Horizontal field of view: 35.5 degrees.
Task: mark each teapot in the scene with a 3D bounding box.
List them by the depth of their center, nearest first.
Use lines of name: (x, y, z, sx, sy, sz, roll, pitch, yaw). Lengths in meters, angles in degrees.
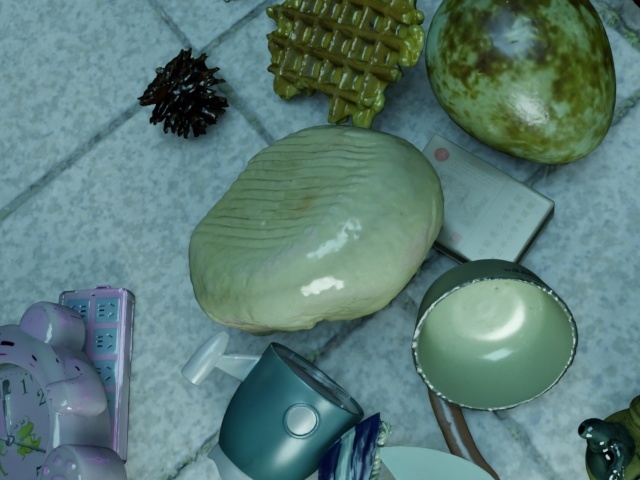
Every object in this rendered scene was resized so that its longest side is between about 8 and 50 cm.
teapot: (0.427, 0.249, 1.200, 0.270, 0.173, 0.182, 5, 112, -13)

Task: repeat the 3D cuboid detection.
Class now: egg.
egg: (0.277, -0.235, 1.353, 0.238, 0.238, 0.289, -44, 87, -4)

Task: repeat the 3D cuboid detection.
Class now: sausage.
sausage: (0.188, 0.258, 1.324, 0.047, 0.040, 0.176, -23, 71, -2)

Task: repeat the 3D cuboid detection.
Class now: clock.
clock: (-0.413, 0.266, 1.370, 0.296, 0.113, 0.322, -27, 63, 22)

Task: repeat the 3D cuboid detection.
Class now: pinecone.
pinecone: (-0.202, -0.217, 1.506, 0.140, 0.140, 0.121, -46, 103, -4)

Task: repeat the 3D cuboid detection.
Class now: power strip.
power strip: (-0.330, 0.197, 1.448, 0.109, 0.037, 0.278, -3, 73, 10)

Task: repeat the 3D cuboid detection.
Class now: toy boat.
toy boat: (0.121, 0.353, 1.231, 0.292, 0.070, 0.210, 26, 84, 5)

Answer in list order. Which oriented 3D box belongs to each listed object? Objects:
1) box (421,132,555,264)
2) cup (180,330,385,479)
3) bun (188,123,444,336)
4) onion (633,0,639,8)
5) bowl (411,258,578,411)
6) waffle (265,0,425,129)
box: (0.208, -0.042, 1.401, 0.201, 0.058, 0.141, 32, 82, 17)
cup: (-0.055, 0.248, 1.315, 0.300, 0.167, 0.173, 38, 91, -6)
bun: (0.000, 0.000, 1.320, 0.361, 0.213, 0.361, -28, 31, 19)
onion: (0.537, -0.372, 1.358, 0.281, 0.281, 0.221, 58, 134, 20)
bowl: (0.217, 0.109, 1.302, 0.212, 0.211, 0.112, -17, 27, 6)
waffle: (0.028, -0.300, 1.447, 0.281, 0.058, 0.300, -51, 50, 23)
